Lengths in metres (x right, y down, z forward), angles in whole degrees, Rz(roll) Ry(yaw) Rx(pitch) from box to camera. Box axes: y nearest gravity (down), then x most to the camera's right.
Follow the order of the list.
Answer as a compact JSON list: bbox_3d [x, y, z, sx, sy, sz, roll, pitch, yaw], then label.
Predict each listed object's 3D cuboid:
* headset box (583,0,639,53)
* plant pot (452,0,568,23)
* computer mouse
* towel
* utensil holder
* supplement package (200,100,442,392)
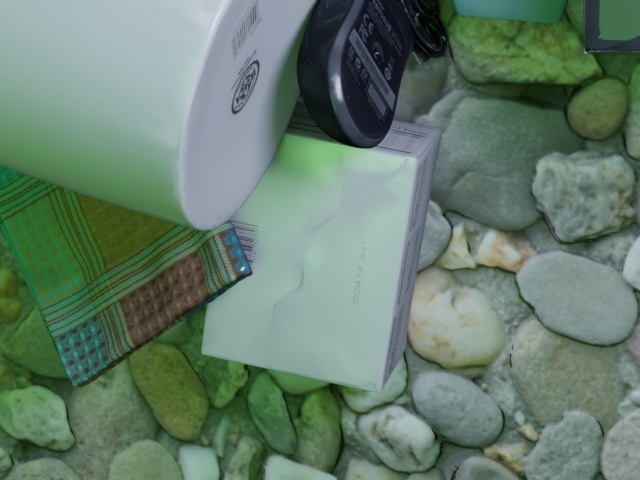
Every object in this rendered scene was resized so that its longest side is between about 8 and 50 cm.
[{"bbox_3d":[0.378,-0.259,1.721,0.246,0.283,0.131,2,107,12],"label":"headset box"},{"bbox_3d":[0.198,-0.342,1.810,0.166,0.165,0.234,5,116,12],"label":"plant pot"},{"bbox_3d":[0.037,-0.189,1.824,0.072,0.272,0.188,-10,127,29],"label":"computer mouse"},{"bbox_3d":[-0.246,-0.063,1.973,0.271,0.040,0.370,-34,73,29],"label":"towel"},{"bbox_3d":[-0.234,-0.209,1.772,0.386,0.327,0.327,20,111,15],"label":"utensil holder"},{"bbox_3d":[0.000,0.000,1.967,0.204,0.145,0.261,12,109,11],"label":"supplement package"}]
